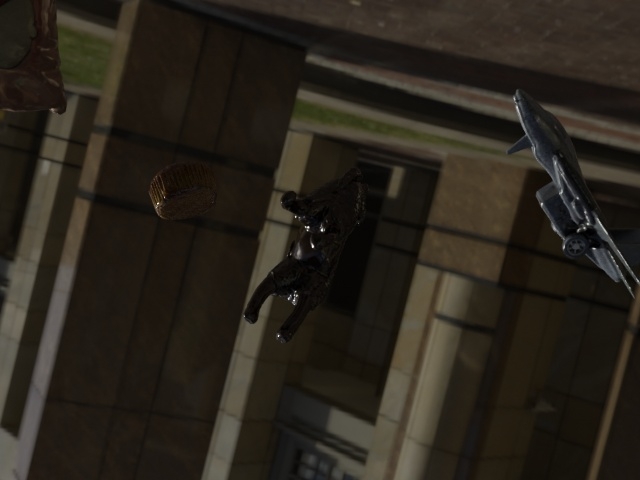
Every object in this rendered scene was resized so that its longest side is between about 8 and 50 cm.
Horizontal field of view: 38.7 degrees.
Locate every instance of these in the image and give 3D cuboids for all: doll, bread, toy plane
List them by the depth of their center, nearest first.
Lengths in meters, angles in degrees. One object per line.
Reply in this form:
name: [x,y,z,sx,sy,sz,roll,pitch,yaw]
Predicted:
doll: [0.000,0.000,0.823,0.057,0.139,0.165,25,-156,15]
toy plane: [0.286,-0.059,1.069,0.267,0.088,0.212,46,-162,-18]
bread: [-0.168,-0.064,1.112,0.085,0.053,0.085,-17,157,-7]

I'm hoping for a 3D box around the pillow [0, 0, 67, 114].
pillow: [-0.271,-0.186,0.635,0.084,0.236,0.223,26,-149,31]
